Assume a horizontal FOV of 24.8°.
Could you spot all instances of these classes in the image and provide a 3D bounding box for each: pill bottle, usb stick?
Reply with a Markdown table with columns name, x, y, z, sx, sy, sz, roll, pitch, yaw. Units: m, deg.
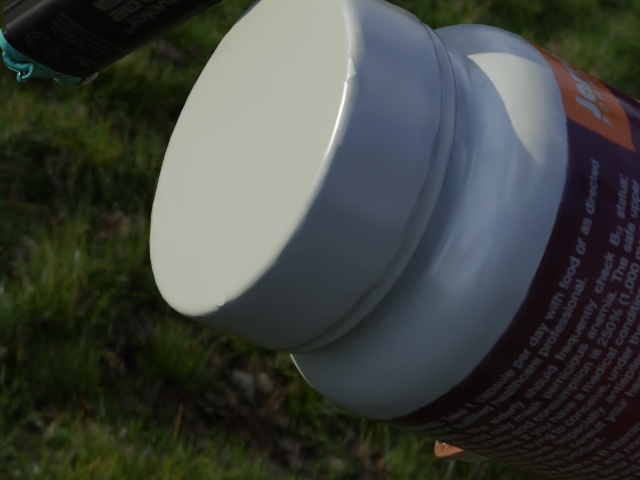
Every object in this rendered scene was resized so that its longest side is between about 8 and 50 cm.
| name | x | y | z | sx | sy | sz | roll | pitch | yaw |
| --- | --- | --- | --- | --- | --- | --- | --- | --- | --- |
| pill bottle | 0.118 | 0.014 | 0.826 | 0.392 | 0.224 | 0.224 | 22 | 26 | -30 |
| usb stick | -0.075 | -0.159 | 0.799 | 0.077 | 0.278 | 0.045 | 28 | 55 | -36 |

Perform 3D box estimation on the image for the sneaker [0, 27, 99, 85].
| name | x | y | z | sx | sy | sz | roll | pitch | yaw |
| --- | --- | --- | --- | --- | --- | --- | --- | --- | --- |
| sneaker | -0.348 | -0.248 | 1.834 | 0.110 | 0.275 | 0.107 | -25 | 87 | -5 |

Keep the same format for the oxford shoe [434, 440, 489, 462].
| name | x | y | z | sx | sy | sz | roll | pitch | yaw |
| --- | --- | --- | --- | --- | --- | --- | --- | --- | --- |
| oxford shoe | 0.266 | 0.182 | 1.585 | 0.146 | 0.397 | 0.140 | 30 | 59 | -16 |
